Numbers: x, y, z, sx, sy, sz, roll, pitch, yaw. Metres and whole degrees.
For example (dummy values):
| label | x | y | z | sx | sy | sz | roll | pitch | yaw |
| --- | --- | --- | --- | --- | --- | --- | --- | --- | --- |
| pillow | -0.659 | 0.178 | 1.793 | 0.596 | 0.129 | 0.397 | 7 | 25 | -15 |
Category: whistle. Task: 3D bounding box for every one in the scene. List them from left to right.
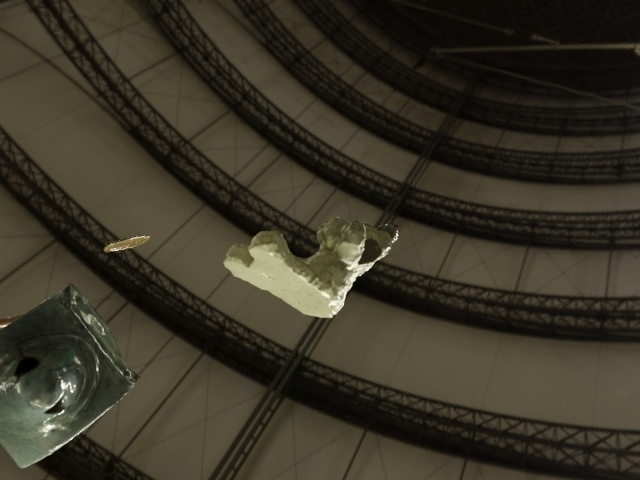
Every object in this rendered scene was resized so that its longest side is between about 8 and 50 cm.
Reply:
| label | x | y | z | sx | sy | sz | roll | pitch | yaw |
| --- | --- | --- | --- | --- | --- | --- | --- | --- | --- |
| whistle | -0.371 | 0.166 | 0.925 | 0.168 | 0.188 | 0.404 | 56 | -168 | -8 |

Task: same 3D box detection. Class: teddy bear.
| label | x | y | z | sx | sy | sz | roll | pitch | yaw |
| --- | --- | --- | --- | --- | --- | --- | --- | --- | --- |
| teddy bear | 0.000 | 0.000 | 1.605 | 0.375 | 0.327 | 0.362 | 38 | -124 | -21 |

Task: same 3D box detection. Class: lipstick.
| label | x | y | z | sx | sy | sz | roll | pitch | yaw |
| --- | --- | --- | --- | --- | --- | --- | --- | --- | --- |
| lipstick | -0.624 | 0.163 | 1.253 | 0.019 | 0.019 | 0.094 | 39 | -150 | 30 |

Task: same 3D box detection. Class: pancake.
| label | x | y | z | sx | sy | sz | roll | pitch | yaw |
| --- | --- | --- | --- | --- | --- | --- | --- | --- | --- |
| pancake | -0.474 | 0.007 | 1.523 | 0.115 | 0.115 | 0.011 | -16 | -98 | -29 |
